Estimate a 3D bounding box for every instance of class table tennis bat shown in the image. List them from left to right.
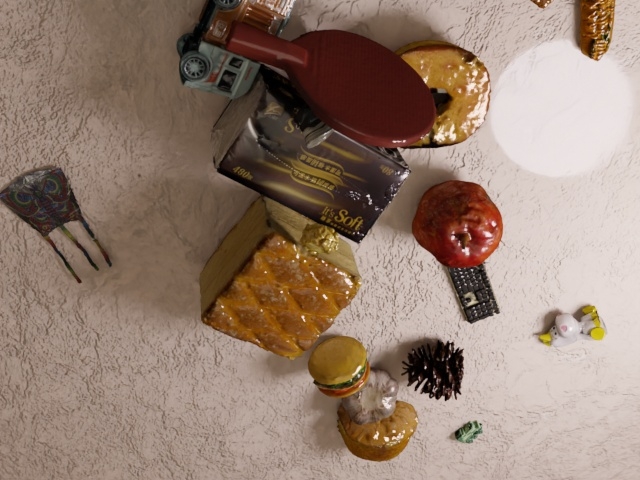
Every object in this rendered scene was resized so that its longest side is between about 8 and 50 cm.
[{"bbox_3d":[0.029,-0.300,1.345,0.415,0.268,0.051,17,141,-18],"label":"table tennis bat"}]

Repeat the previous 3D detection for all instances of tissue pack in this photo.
[{"bbox_3d":[-0.020,-0.176,1.526,0.370,0.198,0.210,26,109,-25],"label":"tissue pack"}]

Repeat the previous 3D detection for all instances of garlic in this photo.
[{"bbox_3d":[0.133,0.420,1.991,0.147,0.102,0.159,40,85,1],"label":"garlic"}]

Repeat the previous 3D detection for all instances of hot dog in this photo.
[{"bbox_3d":[0.581,-0.466,1.543,0.072,0.055,0.188,-13,125,-1],"label":"hot dog"}]

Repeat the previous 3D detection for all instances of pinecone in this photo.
[{"bbox_3d":[0.297,0.342,1.955,0.165,0.163,0.162,2,123,3],"label":"pinecone"}]

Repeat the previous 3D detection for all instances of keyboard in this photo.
[{"bbox_3d":[0.379,0.086,1.875,0.106,0.027,0.317,-24,123,5],"label":"keyboard"}]

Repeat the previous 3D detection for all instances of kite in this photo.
[{"bbox_3d":[-0.568,-0.028,1.625,0.152,0.015,0.285,-22,121,6],"label":"kite"}]

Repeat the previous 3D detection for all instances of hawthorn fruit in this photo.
[{"bbox_3d":[0.316,-0.025,1.653,0.208,0.243,0.207,1,110,2],"label":"hawthorn fruit"}]

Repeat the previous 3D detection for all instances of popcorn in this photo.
[{"bbox_3d":[0.000,0.000,1.514,0.082,0.057,0.083,-10,145,44],"label":"popcorn"}]

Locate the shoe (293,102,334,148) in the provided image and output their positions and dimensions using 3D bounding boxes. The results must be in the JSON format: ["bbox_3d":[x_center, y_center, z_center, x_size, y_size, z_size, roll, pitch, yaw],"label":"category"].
[{"bbox_3d":[0.007,-0.245,1.364,0.099,0.169,0.071,49,143,-2],"label":"shoe"}]

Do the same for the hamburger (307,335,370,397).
[{"bbox_3d":[0.050,0.322,1.887,0.162,0.162,0.115,-20,128,2],"label":"hamburger"}]

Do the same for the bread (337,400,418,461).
[{"bbox_3d":[0.164,0.537,2.064,0.229,0.139,0.143,-2,130,-9],"label":"bread"}]

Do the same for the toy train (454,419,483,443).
[{"bbox_3d":[0.443,0.568,2.193,0.053,0.033,0.083,30,112,-22],"label":"toy train"}]

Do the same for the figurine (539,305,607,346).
[{"bbox_3d":[0.686,0.248,2.007,0.178,0.109,0.129,-11,146,0],"label":"figurine"}]

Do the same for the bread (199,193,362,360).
[{"bbox_3d":[-0.095,0.087,1.676,0.279,0.207,0.279,26,113,-26],"label":"bread"}]

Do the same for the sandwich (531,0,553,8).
[{"bbox_3d":[0.401,-0.539,1.399,0.301,0.162,0.250,16,122,-17],"label":"sandwich"}]

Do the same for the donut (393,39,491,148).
[{"bbox_3d":[0.228,-0.304,1.542,0.254,0.118,0.253,-6,124,-9],"label":"donut"}]

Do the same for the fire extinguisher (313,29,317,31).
[{"bbox_3d":[0.055,-0.295,1.474,0.072,0.089,0.267,-40,99,22],"label":"fire extinguisher"}]

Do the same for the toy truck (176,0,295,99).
[{"bbox_3d":[-0.150,-0.416,1.385,0.162,0.136,0.305,19,116,-25],"label":"toy truck"}]
